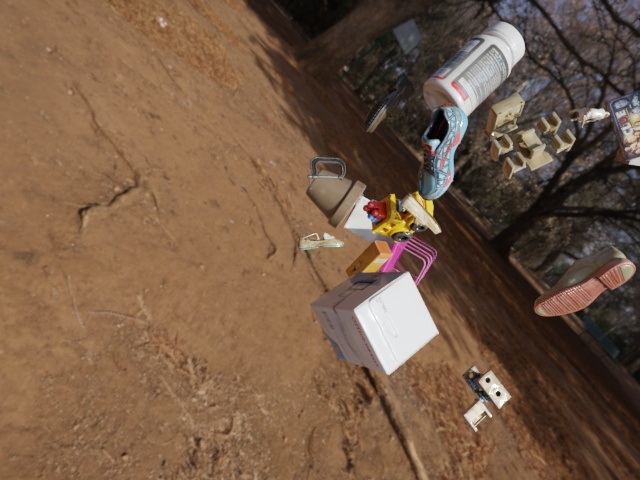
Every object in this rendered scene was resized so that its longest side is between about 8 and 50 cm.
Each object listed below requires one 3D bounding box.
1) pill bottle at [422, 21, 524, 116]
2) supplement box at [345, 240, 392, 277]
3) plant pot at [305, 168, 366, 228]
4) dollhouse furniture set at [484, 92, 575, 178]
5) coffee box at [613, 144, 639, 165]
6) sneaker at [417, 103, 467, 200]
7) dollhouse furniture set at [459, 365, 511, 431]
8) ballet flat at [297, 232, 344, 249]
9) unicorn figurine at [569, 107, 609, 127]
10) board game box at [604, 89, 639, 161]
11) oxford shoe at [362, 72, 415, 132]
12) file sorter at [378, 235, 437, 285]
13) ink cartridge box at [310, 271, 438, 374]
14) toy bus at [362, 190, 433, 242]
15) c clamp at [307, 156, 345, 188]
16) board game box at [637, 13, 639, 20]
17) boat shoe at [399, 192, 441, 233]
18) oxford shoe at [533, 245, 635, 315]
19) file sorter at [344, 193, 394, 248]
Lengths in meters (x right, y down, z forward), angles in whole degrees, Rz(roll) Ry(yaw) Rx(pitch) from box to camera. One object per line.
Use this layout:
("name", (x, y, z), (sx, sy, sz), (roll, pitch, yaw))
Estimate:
("pill bottle", (0.455, -0.497, 1.382), (0.161, 0.283, 0.161), (46, -6, 6))
("supplement box", (0.211, 0.100, 2.063), (0.080, 0.233, 0.078), (6, 49, -39))
("plant pot", (0.059, -0.227, 2.286), (0.229, 0.263, 0.263), (36, 13, -3))
("dollhouse furniture set", (0.664, -0.334, 1.555), (0.242, 0.212, 0.161), (66, 3, 22))
("coffee box", (1.377, -0.349, 1.871), (0.297, 0.119, 0.168), (10, 19, 10))
("sneaker", (0.302, -0.239, 1.262), (0.104, 0.262, 0.125), (20, 9, 42))
("dollhouse furniture set", (0.565, 0.574, 1.717), (0.129, 0.183, 0.129), (53, -14, 0))
("ballet flat", (0.000, 0.000, 2.051), (0.073, 0.206, 0.067), (-86, 170, -85))
("unicorn figurine", (0.887, -0.416, 1.553), (0.111, 0.161, 0.060), (-158, -128, -74))
("board game box", (1.216, -0.444, 1.783), (0.042, 0.165, 0.243), (-7, 80, -70))
("oxford shoe", (0.232, -0.433, 1.539), (0.096, 0.227, 0.083), (41, 3, -24))
("file sorter", (0.435, 0.109, 2.290), (0.182, 0.202, 0.290), (31, 21, 16))
("ink cartridge box", (0.143, 0.218, 1.310), (0.198, 0.197, 0.270), (63, -24, -9))
("toy bus", (0.276, -0.106, 1.733), (0.211, 0.220, 0.149), (17, 59, -26))
("c clamp", (0.022, -0.253, 1.745), (0.022, 0.160, 0.137), (117, -36, -62))
("board game box", (0.961, -0.591, 1.224), (0.141, 0.048, 0.170), (43, -24, -10))
("boat shoe", (0.336, -0.081, 1.580), (0.170, 0.059, 0.063), (48, 18, 1))
("oxford shoe", (1.040, 0.171, 1.888), (0.140, 0.397, 0.146), (42, 27, -28))
("file sorter", (0.298, -0.105, 2.541), (0.277, 0.193, 0.173), (29, 16, -2))
